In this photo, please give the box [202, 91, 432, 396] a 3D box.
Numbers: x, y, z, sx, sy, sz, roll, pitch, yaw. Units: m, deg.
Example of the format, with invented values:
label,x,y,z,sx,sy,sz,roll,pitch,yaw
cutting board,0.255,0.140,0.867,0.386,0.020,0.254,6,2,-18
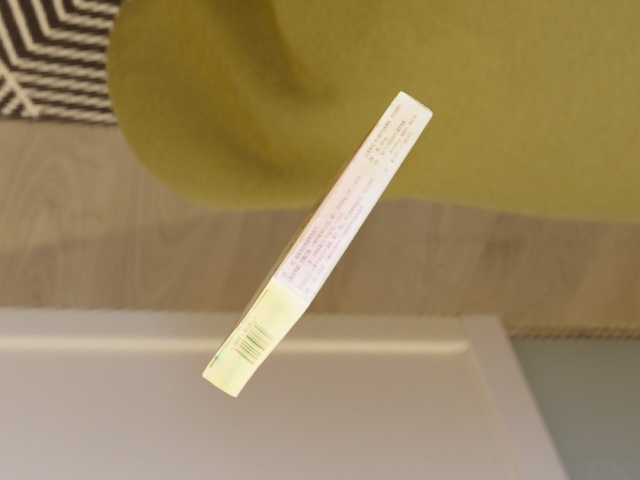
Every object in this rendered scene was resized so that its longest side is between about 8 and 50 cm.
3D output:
label,x,y,z,sx,sy,sz,roll,pitch,yaw
box,0.000,0.000,0.415,0.015,0.093,0.058,34,139,-2
